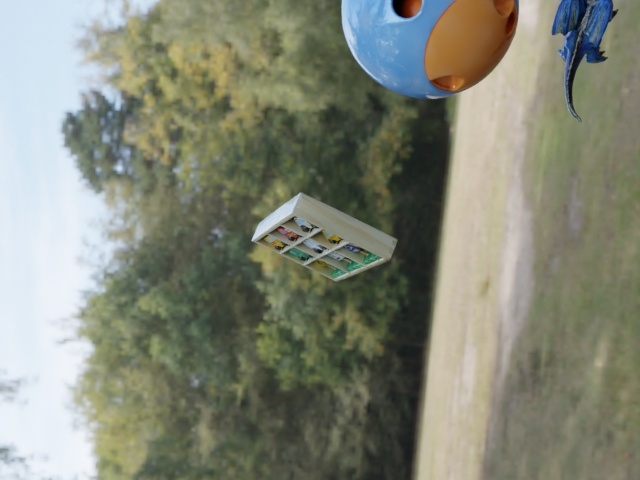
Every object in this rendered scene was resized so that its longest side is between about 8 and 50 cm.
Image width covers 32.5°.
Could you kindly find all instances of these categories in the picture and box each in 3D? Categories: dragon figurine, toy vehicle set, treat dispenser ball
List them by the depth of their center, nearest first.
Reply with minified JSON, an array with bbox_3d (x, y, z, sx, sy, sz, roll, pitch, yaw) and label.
[{"bbox_3d":[0.000,0.000,1.739,0.035,0.166,0.267,-68,11,-15],"label":"toy vehicle set"},{"bbox_3d":[0.426,-0.349,1.768,0.289,0.085,0.144,-69,-20,-5],"label":"dragon figurine"},{"bbox_3d":[0.178,-0.374,1.782,0.288,0.288,0.288,6,-90,-86],"label":"treat dispenser ball"}]
